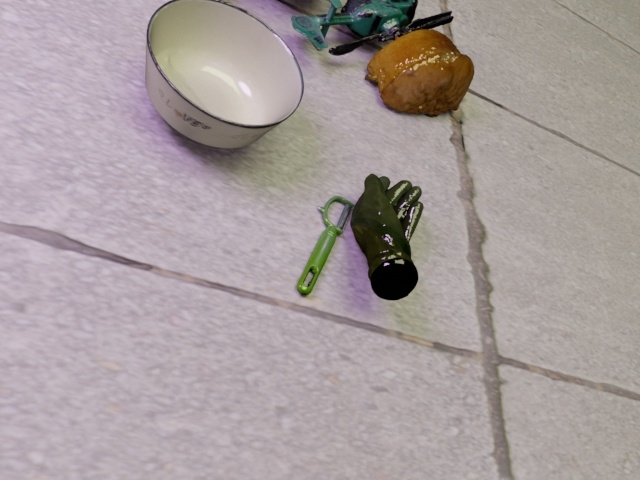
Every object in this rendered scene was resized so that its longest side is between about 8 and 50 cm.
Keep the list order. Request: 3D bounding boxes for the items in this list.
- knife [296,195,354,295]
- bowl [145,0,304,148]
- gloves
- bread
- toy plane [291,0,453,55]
[{"bbox_3d":[0.001,0.000,0.935,0.054,0.015,0.212,34,48,-10],"label":"knife"},{"bbox_3d":[-0.157,-0.231,0.902,0.238,0.126,0.237,17,53,-25],"label":"bowl"},{"bbox_3d":[0.102,-0.017,0.949,0.135,0.107,0.268,60,26,-31],"label":"gloves"},{"bbox_3d":[0.214,-0.346,1.229,0.229,0.139,0.143,-10,60,-39],"label":"bread"},{"bbox_3d":[0.091,-0.449,1.213,0.382,0.106,0.155,-20,63,-36],"label":"toy plane"}]
